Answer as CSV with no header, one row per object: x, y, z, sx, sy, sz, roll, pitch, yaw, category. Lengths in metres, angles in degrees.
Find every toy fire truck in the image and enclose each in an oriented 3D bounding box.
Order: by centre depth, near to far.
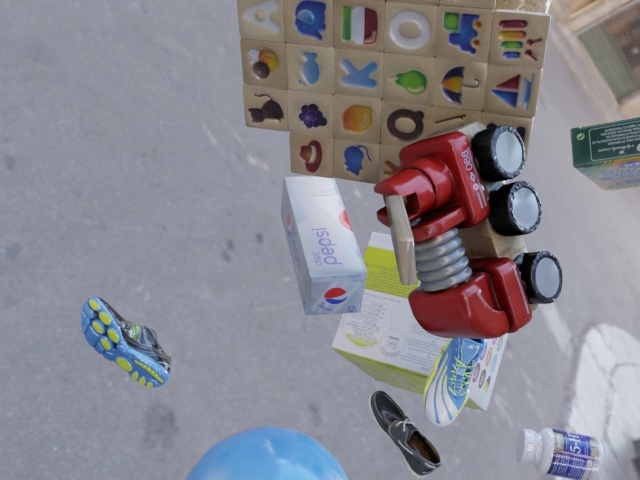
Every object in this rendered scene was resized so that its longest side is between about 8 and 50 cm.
0.125,0.012,0.769,0.246,0.158,0.217,-27,102,-37,toy fire truck

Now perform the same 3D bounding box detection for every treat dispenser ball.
-0.086,0.444,1.227,0.288,0.288,0.288,41,34,-36,treat dispenser ball

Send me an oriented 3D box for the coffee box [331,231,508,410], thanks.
0.281,0.214,1.998,0.337,0.338,0.334,44,62,-56,coffee box

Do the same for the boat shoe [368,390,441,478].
0.204,0.455,1.850,0.084,0.079,0.233,-25,73,-38,boat shoe

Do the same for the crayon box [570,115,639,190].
0.649,-0.169,1.552,0.323,0.203,0.083,11,75,-57,crayon box

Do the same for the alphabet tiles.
0.070,-0.186,0.864,0.011,0.342,0.285,-63,157,-51,alphabet tiles

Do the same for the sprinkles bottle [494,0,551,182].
0.303,-0.275,1.311,0.121,0.121,0.355,-59,159,-59,sprinkles bottle

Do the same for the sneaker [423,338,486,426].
0.270,0.250,1.539,0.126,0.091,0.240,77,34,-68,sneaker

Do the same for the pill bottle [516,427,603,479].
0.582,0.520,1.882,0.112,0.187,0.112,10,90,-87,pill bottle

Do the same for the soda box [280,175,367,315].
0.000,0.000,1.323,0.286,0.098,0.091,-106,-163,-51,soda box

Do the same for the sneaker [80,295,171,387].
-0.320,0.165,1.273,0.188,0.067,0.078,46,21,-15,sneaker
